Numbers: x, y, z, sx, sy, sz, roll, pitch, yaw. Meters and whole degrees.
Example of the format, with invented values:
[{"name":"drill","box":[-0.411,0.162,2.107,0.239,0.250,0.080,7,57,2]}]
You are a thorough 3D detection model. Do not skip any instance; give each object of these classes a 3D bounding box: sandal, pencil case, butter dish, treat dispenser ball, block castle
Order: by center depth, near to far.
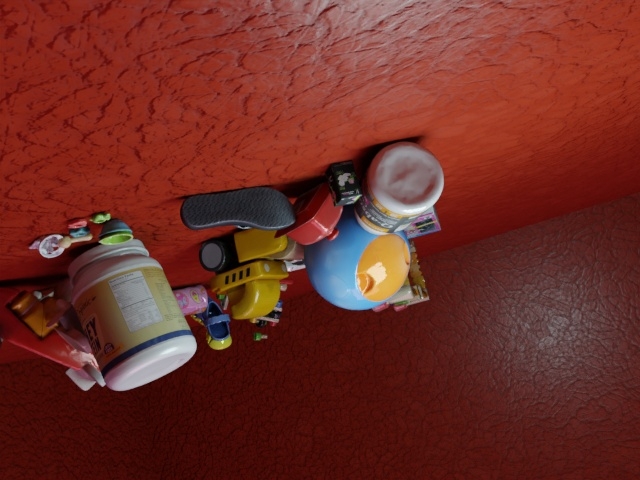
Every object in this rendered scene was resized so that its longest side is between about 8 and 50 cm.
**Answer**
[{"name":"sandal","box":[-0.178,-0.066,1.274,0.254,0.097,0.054,1,163,-21]},{"name":"butter dish","box":[-0.005,-0.048,1.374,0.160,0.118,0.160,-25,-153,46]},{"name":"treat dispenser ball","box":[0.099,0.043,1.579,0.288,0.288,0.288,-14,170,-3]},{"name":"pencil case","box":[-0.588,0.245,2.284,0.284,0.124,0.124,-6,167,-36]},{"name":"block castle","box":[0.271,0.127,2.331,0.213,0.303,0.453,-17,169,17]},{"name":"sandal","box":[-0.453,0.302,2.420,0.126,0.317,0.138,-14,129,-34]}]

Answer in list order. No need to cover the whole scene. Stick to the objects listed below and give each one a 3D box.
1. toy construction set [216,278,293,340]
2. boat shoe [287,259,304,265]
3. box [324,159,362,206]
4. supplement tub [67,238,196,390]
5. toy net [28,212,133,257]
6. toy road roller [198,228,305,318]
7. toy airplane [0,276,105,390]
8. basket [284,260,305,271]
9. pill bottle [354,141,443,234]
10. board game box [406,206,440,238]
[{"name":"toy construction set","box":[-0.289,0.230,2.428,0.237,0.257,0.309,8,137,-35]},{"name":"boat shoe","box":[0.000,0.000,1.769,0.233,0.084,0.079,-35,139,16]},{"name":"box","box":[0.050,-0.124,1.282,0.052,0.083,0.062,-12,169,-17]},{"name":"supplement tub","box":[-0.463,0.177,1.421,0.228,0.316,0.228,-27,164,-8]},{"name":"toy net","box":[-0.524,-0.002,1.237,0.232,0.045,0.122,-16,170,10]},{"name":"toy road roller","box":[-0.165,0.089,1.674,0.329,0.240,0.202,-19,169,24]},{"name":"toy airplane","box":[-0.712,0.239,1.608,0.386,0.272,0.384,18,162,14]},{"name":"basket","box":[-0.121,0.046,1.872,0.113,0.103,0.167,-16,172,37]},{"name":"pill bottle","box":[0.165,-0.105,1.332,0.162,0.162,0.278,-13,169,-10]},{"name":"board game box","box":[0.253,-0.069,1.835,0.224,0.097,0.303,-16,170,13]}]
